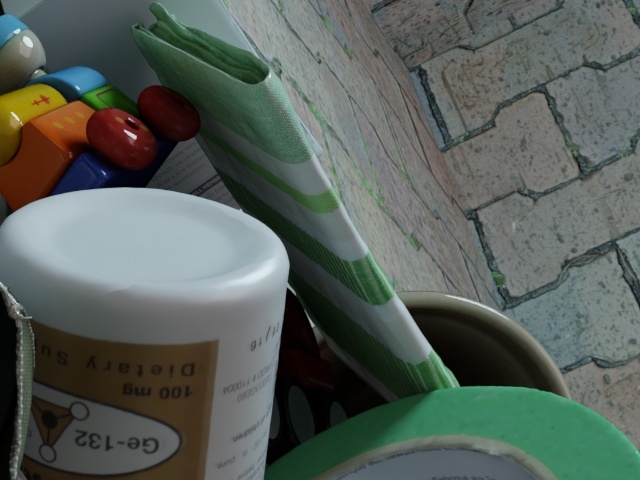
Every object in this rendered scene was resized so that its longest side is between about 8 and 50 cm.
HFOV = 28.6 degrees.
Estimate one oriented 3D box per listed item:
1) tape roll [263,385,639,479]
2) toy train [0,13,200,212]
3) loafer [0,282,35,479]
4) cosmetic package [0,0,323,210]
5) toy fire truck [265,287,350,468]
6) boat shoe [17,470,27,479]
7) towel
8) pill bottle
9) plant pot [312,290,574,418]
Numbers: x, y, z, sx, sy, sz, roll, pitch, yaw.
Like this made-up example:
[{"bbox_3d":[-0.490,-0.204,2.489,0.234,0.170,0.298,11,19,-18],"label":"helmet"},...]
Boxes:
[{"bbox_3d":[0.037,0.211,0.640,0.077,0.321,0.321,57,15,-25],"label":"tape roll"},{"bbox_3d":[-0.174,-0.055,0.700,0.143,0.105,0.248,38,19,-1],"label":"toy train"},{"bbox_3d":[-0.153,0.113,0.409,0.094,0.087,0.251,16,62,-17],"label":"loafer"},{"bbox_3d":[-0.137,-0.155,0.982,0.225,0.138,0.224,57,0,-33],"label":"cosmetic package"},{"bbox_3d":[-0.096,0.050,0.883,0.217,0.158,0.246,34,42,-64],"label":"toy fire truck"},{"bbox_3d":[-0.137,0.202,0.498,0.320,0.118,0.103,61,-31,1],"label":"boat shoe"},{"bbox_3d":[0.000,0.000,0.821,0.325,0.038,0.248,59,-10,-29],"label":"towel"},{"bbox_3d":[-0.091,0.102,0.593,0.131,0.131,0.229,-79,177,-69],"label":"pill bottle"},{"bbox_3d":[0.073,0.182,1.102,0.229,0.263,0.263,114,-48,-82],"label":"plant pot"}]
